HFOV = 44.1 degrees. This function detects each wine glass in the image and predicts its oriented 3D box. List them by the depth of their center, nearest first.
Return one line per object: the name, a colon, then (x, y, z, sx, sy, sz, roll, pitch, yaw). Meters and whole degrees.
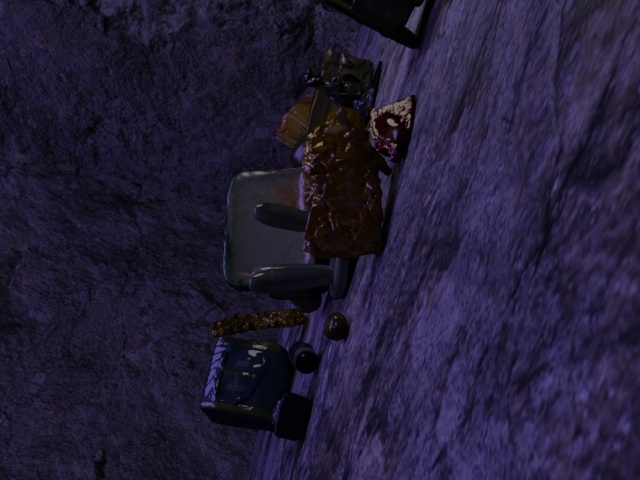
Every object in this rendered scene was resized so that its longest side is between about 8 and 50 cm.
wine glass: (-0.040, 0.272, 1.829, 0.198, 0.066, 0.066, 155, 130, -85)

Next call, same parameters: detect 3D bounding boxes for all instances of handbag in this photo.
handbag: (-0.226, 0.443, 2.435, 0.222, 0.262, 0.241, 67, -151, -60)

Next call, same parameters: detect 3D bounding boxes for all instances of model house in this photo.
model house: (0.140, -0.519, 1.424, 0.279, 0.218, 0.205, -60, 10, 22)
model house: (-0.077, 0.012, 1.951, 0.280, 0.245, 0.313, 49, -142, -65)

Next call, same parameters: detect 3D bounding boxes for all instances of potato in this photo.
potato: (0.029, 0.155, 1.423, 0.083, 0.040, 0.051, 171, 123, -84)

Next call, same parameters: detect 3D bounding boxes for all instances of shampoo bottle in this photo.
shampoo bottle: (-0.076, 0.398, 1.816, 0.309, 0.071, 0.098, 123, 160, -79)

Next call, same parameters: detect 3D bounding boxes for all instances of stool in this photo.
stool: (-0.043, 0.018, 1.620, 0.195, 0.198, 0.196, -105, 19, -87)

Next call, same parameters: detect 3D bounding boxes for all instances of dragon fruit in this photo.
dragon fruit: (0.109, -0.176, 1.296, 0.097, 0.063, 0.131, 110, 174, -57)

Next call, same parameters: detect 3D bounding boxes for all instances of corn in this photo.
corn: (0.053, -0.219, 1.912, 0.363, 0.120, 0.121, -83, 8, -58)

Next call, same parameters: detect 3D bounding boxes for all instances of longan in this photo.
longan: (0.006, -0.209, 2.106, 0.167, 0.187, 0.168, -14, 68, 39)

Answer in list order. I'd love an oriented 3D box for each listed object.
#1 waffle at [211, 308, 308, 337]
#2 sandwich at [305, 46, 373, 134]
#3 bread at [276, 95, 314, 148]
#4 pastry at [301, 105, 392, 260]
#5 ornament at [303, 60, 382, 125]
waffle: (-0.183, 0.245, 2.432, 0.260, 0.292, 0.069, 20, -117, -84)
sandwich: (0.055, -0.417, 2.317, 0.198, 0.155, 0.228, 112, 171, -65)
bread: (-0.011, -0.384, 2.519, 0.288, 0.119, 0.153, -30, -21, -45)
pastry: (0.044, -0.090, 1.295, 0.102, 0.154, 0.250, 88, -177, -66)
ornament: (0.045, -0.393, 2.101, 0.166, 0.195, 0.153, 110, 174, -67)
